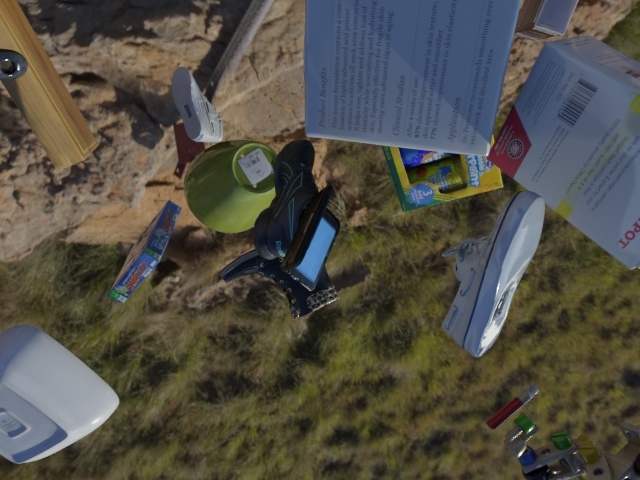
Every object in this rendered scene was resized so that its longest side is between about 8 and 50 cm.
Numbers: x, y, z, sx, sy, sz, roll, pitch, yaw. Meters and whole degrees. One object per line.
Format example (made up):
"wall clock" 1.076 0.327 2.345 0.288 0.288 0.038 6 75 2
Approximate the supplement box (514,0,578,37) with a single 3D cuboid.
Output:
"supplement box" 0.551 -0.569 1.169 0.073 0.239 0.130 17 111 1

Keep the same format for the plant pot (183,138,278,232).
"plant pot" -0.220 -0.170 1.328 0.274 0.293 0.275 2 84 -23

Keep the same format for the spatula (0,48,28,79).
"spatula" -0.393 -0.134 0.375 0.296 0.030 0.084 -25 141 -43

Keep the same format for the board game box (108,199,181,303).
"board game box" -0.356 0.017 0.980 0.035 0.201 0.136 36 116 -23

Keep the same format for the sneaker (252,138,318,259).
"sneaker" -0.037 -0.081 0.895 0.106 0.267 0.101 -3 147 28

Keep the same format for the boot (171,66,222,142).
"boot" -0.408 -0.447 1.605 0.095 0.258 0.123 -18 175 29

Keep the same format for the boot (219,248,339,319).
"boot" -0.138 0.145 1.692 0.377 0.138 0.284 -24 88 -5

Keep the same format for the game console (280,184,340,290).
"game console" 0.000 0.000 0.677 0.071 0.107 0.122 27 70 -14

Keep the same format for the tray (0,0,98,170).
"tray" -0.661 -0.379 1.093 0.076 0.203 0.411 -24 115 -6

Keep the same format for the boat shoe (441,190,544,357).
"boat shoe" 0.314 0.052 0.955 0.135 0.156 0.367 -23 132 -36

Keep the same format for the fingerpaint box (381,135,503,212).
"fingerpaint box" 0.410 -0.358 1.695 0.371 0.163 0.445 -14 121 16

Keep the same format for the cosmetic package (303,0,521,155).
"cosmetic package" 0.194 -0.409 1.039 0.393 0.327 0.329 10 123 12

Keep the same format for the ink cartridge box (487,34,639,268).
"ink cartridge box" 0.567 -0.178 0.936 0.160 0.385 0.279 -20 145 -30

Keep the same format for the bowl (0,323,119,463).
"bowl" -0.301 0.166 0.483 0.142 0.053 0.142 -29 113 19

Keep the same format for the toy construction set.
"toy construction set" 0.544 0.433 0.994 0.237 0.309 0.257 -37 161 -9
